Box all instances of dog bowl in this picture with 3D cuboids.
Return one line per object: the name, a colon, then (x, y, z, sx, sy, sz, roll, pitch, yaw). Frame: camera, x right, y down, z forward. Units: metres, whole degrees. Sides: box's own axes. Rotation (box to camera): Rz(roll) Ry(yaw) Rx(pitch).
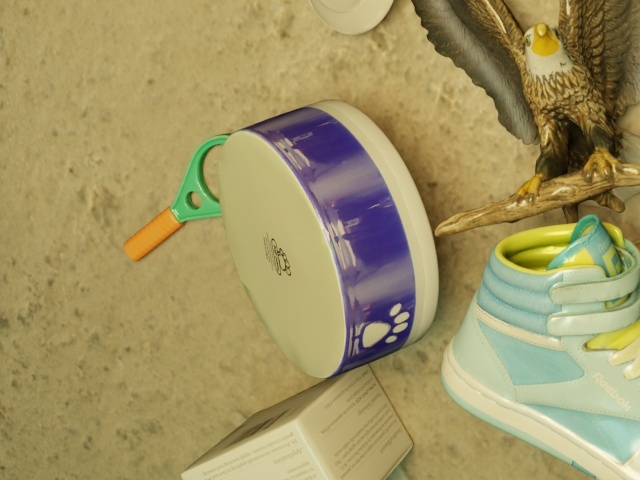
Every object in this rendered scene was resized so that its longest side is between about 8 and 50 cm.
dog bowl: (0.000, 0.000, 0.966, 0.265, 0.104, 0.265, 47, 148, 41)

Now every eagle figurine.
eagle figurine: (0.207, -0.170, 0.871, 0.226, 0.225, 0.298, -2, 71, -13)

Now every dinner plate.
dinner plate: (0.024, -0.278, 0.970, 0.141, 0.017, 0.141, 19, 117, 45)

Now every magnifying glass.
magnifying glass: (-0.155, -0.044, 1.152, 0.231, 0.026, 0.092, -36, 88, 31)

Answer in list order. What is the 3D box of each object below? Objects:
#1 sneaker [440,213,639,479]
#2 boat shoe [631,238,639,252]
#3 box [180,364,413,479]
sneaker: (0.265, 0.097, 0.811, 0.319, 0.127, 0.208, 20, 123, 18)
boat shoe: (0.257, 0.074, 0.923, 0.285, 0.089, 0.104, -32, 75, 39)
box: (-0.022, 0.246, 1.086, 0.181, 0.182, 0.119, -30, 89, 30)
